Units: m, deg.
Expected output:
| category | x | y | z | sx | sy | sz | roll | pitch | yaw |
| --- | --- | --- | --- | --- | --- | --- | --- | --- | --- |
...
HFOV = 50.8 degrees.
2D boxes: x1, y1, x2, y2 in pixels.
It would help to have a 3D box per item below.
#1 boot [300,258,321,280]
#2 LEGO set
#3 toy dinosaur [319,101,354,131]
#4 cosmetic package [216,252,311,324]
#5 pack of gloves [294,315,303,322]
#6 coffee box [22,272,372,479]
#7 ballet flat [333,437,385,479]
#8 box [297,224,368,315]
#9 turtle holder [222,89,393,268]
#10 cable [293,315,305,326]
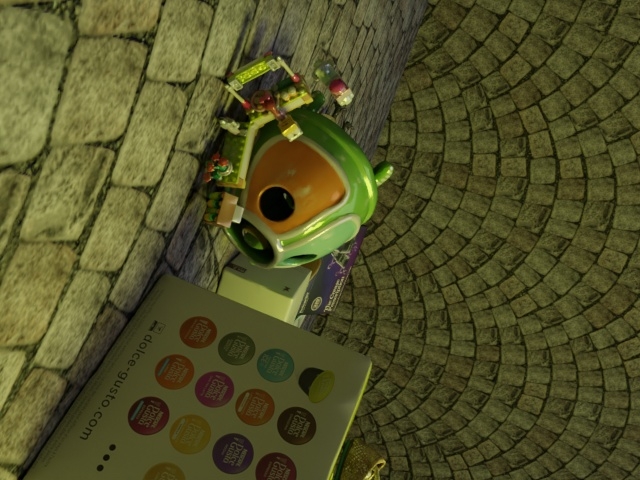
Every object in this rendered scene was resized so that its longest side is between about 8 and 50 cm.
| category | x | y | z | sx | sy | sz | roll | pitch | yaw |
| --- | --- | --- | --- | --- | --- | --- | --- | --- | --- |
| boot | -0.108 | 0.144 | 1.662 | 0.262 | 0.095 | 0.203 | -46 | 166 | -21 |
| LEGO set | -0.097 | -0.157 | 0.934 | 0.287 | 0.132 | 0.107 | -46 | 157 | 4 |
| toy dinosaur | 0.035 | -0.286 | 1.760 | 0.118 | 0.064 | 0.268 | -58 | 167 | -21 |
| cosmetic package | -0.129 | 0.136 | 1.390 | 0.151 | 0.151 | 0.183 | -54 | 165 | -66 |
| pack of gloves | -0.148 | 0.259 | 1.798 | 0.232 | 0.046 | 0.195 | -43 | -178 | -33 |
| coffee box | -0.155 | 0.317 | 0.977 | 0.338 | 0.334 | 0.337 | 103 | 11 | -53 |
| ballet flat | 0.033 | 0.343 | 0.842 | 0.073 | 0.067 | 0.206 | 100 | 14 | -49 |
| box | -0.001 | 0.060 | 1.782 | 0.184 | 0.103 | 0.261 | 6 | 108 | -52 |
| turtle holder | -0.061 | -0.074 | 1.111 | 0.227 | 0.243 | 0.320 | -49 | -154 | -25 |
| cable | -0.087 | 0.213 | 2.244 | 0.257 | 0.089 | 0.257 | 84 | 28 | -76 |
